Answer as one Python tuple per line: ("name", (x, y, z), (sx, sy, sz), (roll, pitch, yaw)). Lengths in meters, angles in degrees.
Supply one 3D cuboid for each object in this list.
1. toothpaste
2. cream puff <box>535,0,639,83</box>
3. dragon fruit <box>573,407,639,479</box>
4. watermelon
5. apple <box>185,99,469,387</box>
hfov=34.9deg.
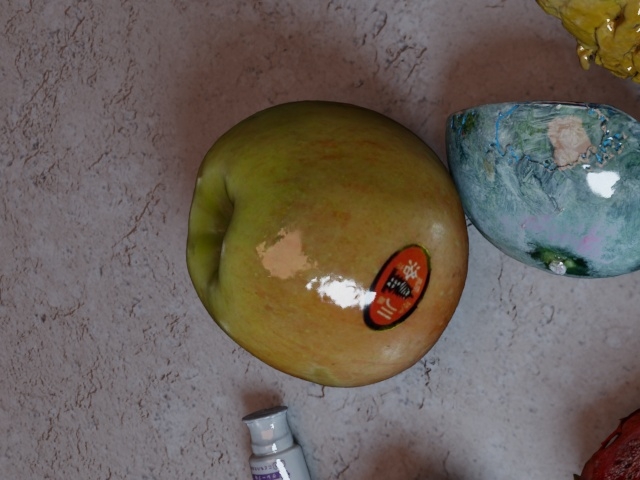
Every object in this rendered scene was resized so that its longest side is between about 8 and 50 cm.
("toothpaste", (-0.039, 0.377, 1.377), (0.113, 0.073, 0.299), (-15, 90, 26))
("cream puff", (0.400, -0.278, 1.029), (0.342, 0.327, 0.231), (-23, 80, -17))
("dragon fruit", (0.415, 0.296, 1.030), (0.296, 0.295, 0.302), (-47, 73, 18))
("watermelon", (0.266, -0.053, 1.163), (0.321, 0.188, 0.175), (7, 84, 31))
("apple", (0.000, 0.000, 1.204), (0.338, 0.304, 0.339), (-45, 34, 42))
